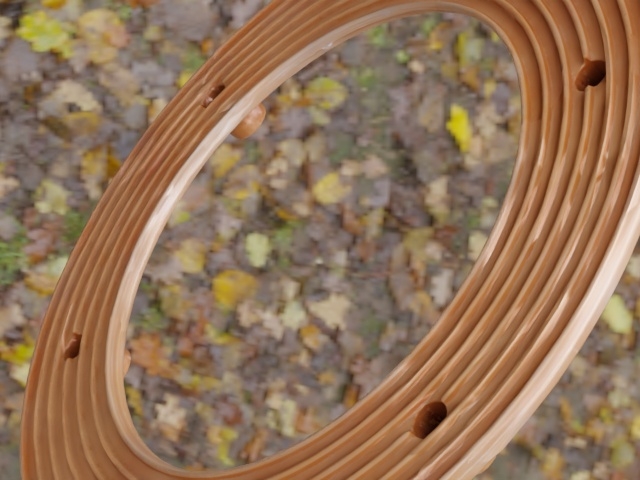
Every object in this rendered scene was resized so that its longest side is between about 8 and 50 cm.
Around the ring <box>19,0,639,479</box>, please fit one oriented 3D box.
[{"bbox_3d":[0.000,0.000,0.623,0.032,0.336,0.336,38,72,-32],"label":"ring"}]
